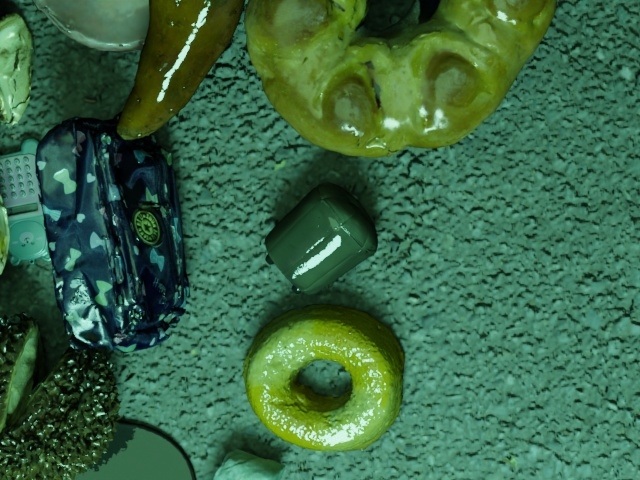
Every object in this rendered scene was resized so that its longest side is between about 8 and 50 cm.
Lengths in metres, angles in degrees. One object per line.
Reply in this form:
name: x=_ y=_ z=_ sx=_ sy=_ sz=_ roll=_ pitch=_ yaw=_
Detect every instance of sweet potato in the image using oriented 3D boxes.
sweet potato: x=-0.121 y=-0.266 z=1.531 sx=0.112 sy=0.112 sz=0.359 roll=15 pitch=94 yaw=7

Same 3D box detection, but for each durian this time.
durian: x=-0.314 y=0.179 z=1.624 sx=0.196 sy=0.167 sz=0.196 roll=-5 pitch=51 yaw=7
durian: x=-0.359 y=-0.192 z=1.703 sx=0.066 sy=0.052 sz=0.130 roll=2 pitch=95 yaw=-31

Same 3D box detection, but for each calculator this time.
calculator: x=-0.335 y=-0.042 z=1.704 sx=0.094 sy=0.019 sz=0.141 roll=-11 pitch=89 yaw=5

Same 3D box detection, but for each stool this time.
stool: x=0.000 y=0.000 z=1.624 sx=0.110 sy=0.096 sz=0.096 roll=-39 pitch=86 yaw=12

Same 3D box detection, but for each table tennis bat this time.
table tennis bat: x=-0.229 y=0.352 z=1.693 sx=0.173 sy=0.022 sz=0.301 roll=10 pitch=91 yaw=7

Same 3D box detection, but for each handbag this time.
handbag: x=-0.214 y=-0.009 z=1.622 sx=0.113 sy=0.162 sz=0.260 roll=-10 pitch=89 yaw=21

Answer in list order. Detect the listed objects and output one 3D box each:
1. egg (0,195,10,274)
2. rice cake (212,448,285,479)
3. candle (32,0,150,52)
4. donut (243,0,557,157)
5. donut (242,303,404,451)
egg: x=-0.462 y=-0.017 z=1.633 sx=0.244 sy=0.201 sz=0.201 roll=20 pitch=93 yaw=22
rice cake: x=-0.104 y=0.328 z=1.655 sx=0.069 sy=0.063 sz=0.206 roll=23 pitch=93 yaw=9
candle: x=-0.183 y=-0.371 z=1.630 sx=0.287 sy=0.131 sz=0.317 roll=-13 pitch=99 yaw=1
donut: x=0.078 y=-0.240 z=1.565 sx=0.317 sy=0.150 sz=0.299 roll=-13 pitch=96 yaw=1
donut: x=0.001 y=0.150 z=1.637 sx=0.178 sy=0.065 sz=0.162 roll=-2 pitch=91 yaw=7
